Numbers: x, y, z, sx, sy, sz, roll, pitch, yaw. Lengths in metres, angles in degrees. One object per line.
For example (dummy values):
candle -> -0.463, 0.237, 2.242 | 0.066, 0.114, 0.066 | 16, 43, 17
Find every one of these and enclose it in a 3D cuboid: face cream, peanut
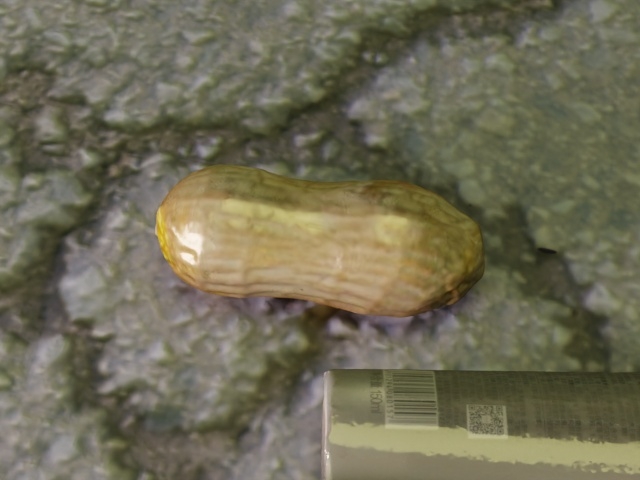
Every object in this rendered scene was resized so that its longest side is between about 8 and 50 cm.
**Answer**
face cream -> 0.135, 0.117, 1.067 | 0.269, 0.073, 0.107 | 1, 39, -1
peanut -> 0.000, 0.000, 1.148 | 0.207, 0.087, 0.087 | 7, 52, 2
